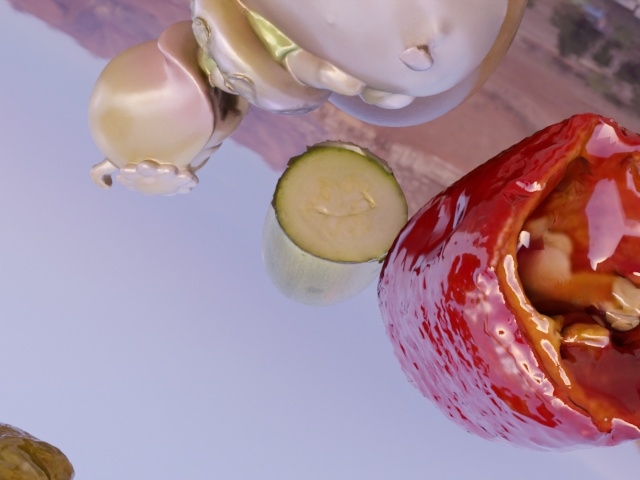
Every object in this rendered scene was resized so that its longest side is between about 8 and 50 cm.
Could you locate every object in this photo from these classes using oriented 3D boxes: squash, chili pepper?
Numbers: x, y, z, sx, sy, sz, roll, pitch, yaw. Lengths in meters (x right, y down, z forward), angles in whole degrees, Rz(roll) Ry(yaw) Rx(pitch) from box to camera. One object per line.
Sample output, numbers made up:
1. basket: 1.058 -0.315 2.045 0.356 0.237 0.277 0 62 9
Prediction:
1. squash: 0.000 0.000 0.997 0.123 0.123 0.187 30 155 0
2. chili pepper: 0.092 0.036 0.591 0.134 0.131 0.338 38 173 -2

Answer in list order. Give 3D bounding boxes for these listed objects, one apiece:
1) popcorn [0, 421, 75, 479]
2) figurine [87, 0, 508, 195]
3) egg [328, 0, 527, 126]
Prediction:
1. popcorn: -0.315 0.235 0.902 0.192 0.233 0.266 26 -151 -45
2. figurine: -0.061 -0.168 0.838 0.274 0.394 0.226 31 -137 -35
3. egg: 0.083 -0.295 1.178 0.282 0.351 0.282 2 -158 -1
